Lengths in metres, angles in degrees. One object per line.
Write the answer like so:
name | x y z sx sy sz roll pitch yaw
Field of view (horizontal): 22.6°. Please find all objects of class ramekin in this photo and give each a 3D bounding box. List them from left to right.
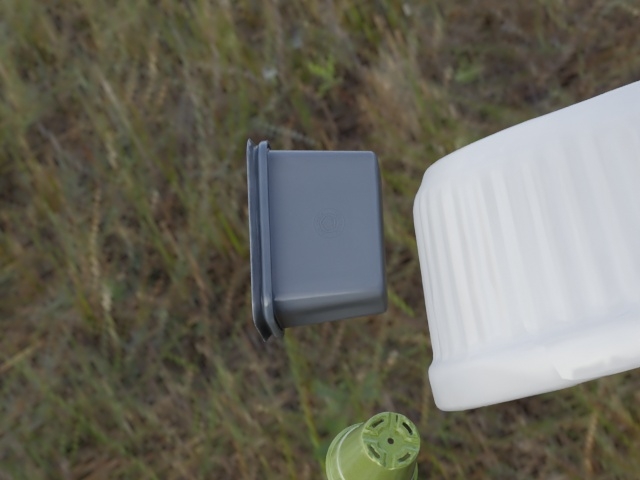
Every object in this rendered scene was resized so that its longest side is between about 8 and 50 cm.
ramekin | 0.174 -0.010 0.840 0.273 0.127 0.273 -17 -4 -1

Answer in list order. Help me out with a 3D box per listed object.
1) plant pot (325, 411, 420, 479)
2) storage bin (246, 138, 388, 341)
plant pot | 0.053 0.183 1.383 0.083 0.079 0.083 5 63 -10
storage bin | 0.000 0.000 1.130 0.091 0.098 0.135 -3 72 5
